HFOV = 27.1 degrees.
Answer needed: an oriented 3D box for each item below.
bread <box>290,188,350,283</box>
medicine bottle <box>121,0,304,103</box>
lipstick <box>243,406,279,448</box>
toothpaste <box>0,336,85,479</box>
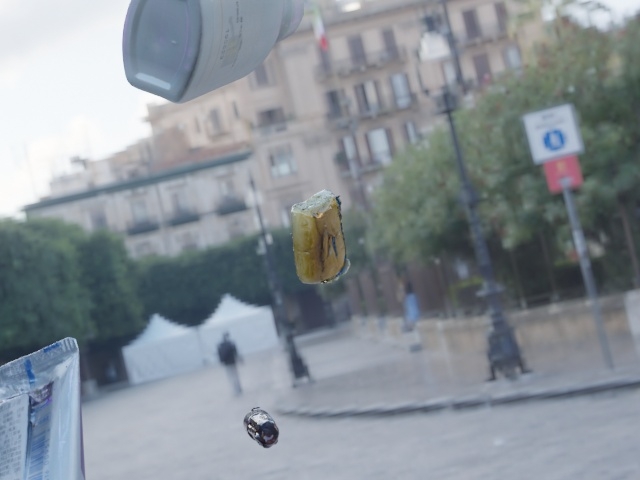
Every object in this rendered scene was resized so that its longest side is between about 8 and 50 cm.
[{"bbox_3d":[0.000,0.000,1.574,0.072,0.106,0.053,-28,34,-36],"label":"bread"},{"bbox_3d":[-0.125,-0.271,1.619,0.111,0.161,0.296,22,26,17],"label":"medicine bottle"},{"bbox_3d":[-0.047,0.154,1.080,0.027,0.027,0.176,-13,-3,-7],"label":"lipstick"},{"bbox_3d":[-0.231,0.235,1.097,0.114,0.299,0.073,-24,-28,29],"label":"toothpaste"}]
